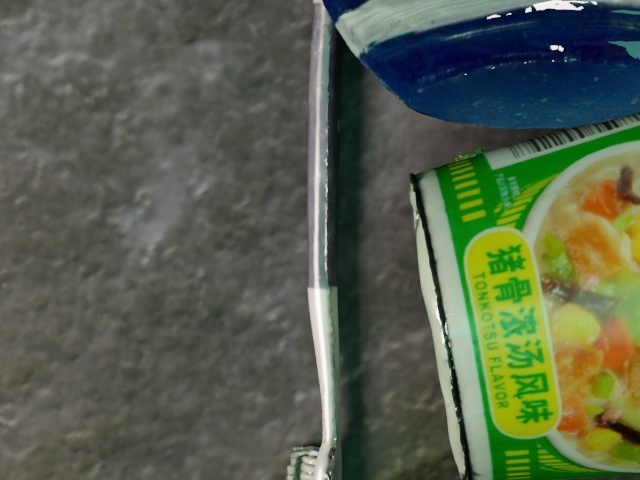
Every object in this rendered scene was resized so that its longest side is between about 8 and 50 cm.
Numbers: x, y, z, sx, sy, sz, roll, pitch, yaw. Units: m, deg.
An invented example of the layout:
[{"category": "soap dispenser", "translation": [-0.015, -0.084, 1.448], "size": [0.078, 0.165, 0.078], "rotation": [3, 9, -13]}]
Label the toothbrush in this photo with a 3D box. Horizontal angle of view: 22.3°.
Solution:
[{"category": "toothbrush", "translation": [0.000, 0.000, 0.777], "size": [0.026, 0.024, 0.288], "rotation": [2, 94, 9]}]

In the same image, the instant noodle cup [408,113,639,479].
[{"category": "instant noodle cup", "translation": [0.163, 0.017, 0.716], "size": [0.232, 0.207, 0.207], "rotation": [-9, 94, 2]}]

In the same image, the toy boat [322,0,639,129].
[{"category": "toy boat", "translation": [0.129, -0.172, 0.711], "size": [0.210, 0.070, 0.291], "rotation": [26, 77, 34]}]
